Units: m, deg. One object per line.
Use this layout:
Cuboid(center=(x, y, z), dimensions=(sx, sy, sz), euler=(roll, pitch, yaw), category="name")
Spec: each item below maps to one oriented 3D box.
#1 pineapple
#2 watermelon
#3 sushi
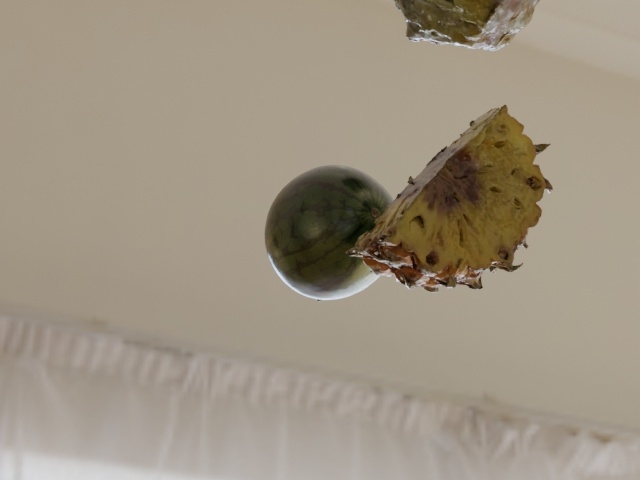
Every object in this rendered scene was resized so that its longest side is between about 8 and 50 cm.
Cuboid(center=(0.144, -0.016, 1.347), dimensions=(0.135, 0.233, 0.079), euler=(54, -25, -14), category="pineapple")
Cuboid(center=(0.000, 0.000, 1.489), dimensions=(0.140, 0.141, 0.187), euler=(21, -34, -33), category="watermelon")
Cuboid(center=(0.156, -0.326, 1.429), dimensions=(0.139, 0.184, 0.274), euler=(-14, -46, -51), category="sushi")
